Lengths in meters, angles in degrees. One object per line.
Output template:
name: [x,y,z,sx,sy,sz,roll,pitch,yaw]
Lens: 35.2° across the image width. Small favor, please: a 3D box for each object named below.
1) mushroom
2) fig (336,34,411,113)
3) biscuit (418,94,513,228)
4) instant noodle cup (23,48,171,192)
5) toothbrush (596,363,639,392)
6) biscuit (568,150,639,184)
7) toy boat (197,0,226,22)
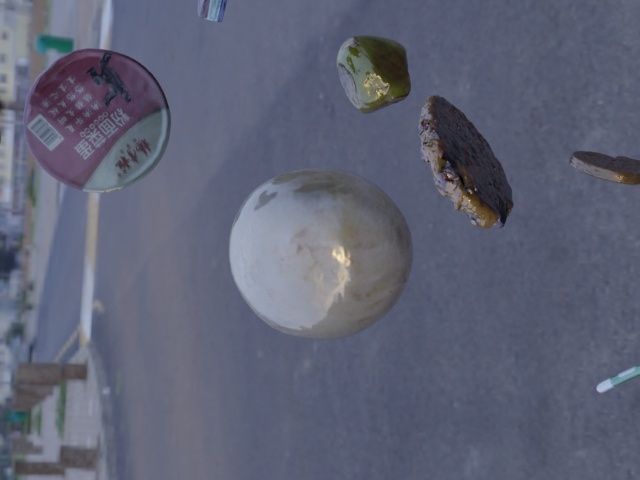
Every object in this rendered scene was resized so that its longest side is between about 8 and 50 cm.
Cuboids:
mushroom: [-0.009,0.012,1.153,0.209,0.206,0.206,-158,73,-63]
fig: [0.101,-0.335,1.998,0.154,0.165,0.144,-48,30,15]
biscuit: [0.298,-0.158,2.126,0.081,0.289,0.334,-33,26,26]
instant noodle cup: [-0.369,-0.189,1.698,0.178,0.234,0.235,164,109,-81]
toothbrush: [0.502,0.164,1.431,0.257,0.024,0.018,-34,13,35]
biscuit: [0.481,-0.112,1.613,0.124,0.175,0.026,-130,47,-61]
toy boat: [-0.187,-0.509,1.825,0.080,0.045,0.229,49,138,39]
